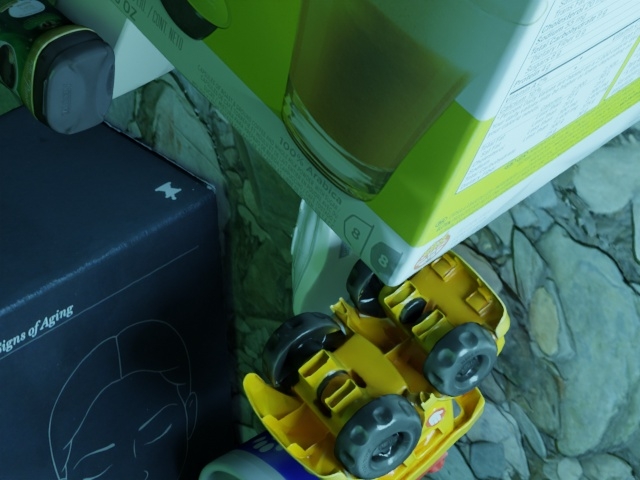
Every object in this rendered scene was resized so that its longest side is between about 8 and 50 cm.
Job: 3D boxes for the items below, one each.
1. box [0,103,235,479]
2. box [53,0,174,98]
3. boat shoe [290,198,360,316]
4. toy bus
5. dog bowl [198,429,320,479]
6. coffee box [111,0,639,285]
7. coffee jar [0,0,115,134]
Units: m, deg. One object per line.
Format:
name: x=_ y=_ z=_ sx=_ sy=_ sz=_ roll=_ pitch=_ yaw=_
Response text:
box: x=-0.357 y=0.178 z=1.820 sx=0.297 sy=0.480 sz=0.472 roll=32 pitch=137 yaw=35
box: x=-0.159 y=-0.248 z=1.578 sx=0.094 sy=0.113 sz=0.275 roll=51 pitch=144 yaw=12
boat shoe: x=0.000 y=0.000 z=1.612 sx=0.063 sy=0.066 sz=0.184 roll=52 pitch=150 yaw=34
toy bus: x=0.075 y=0.134 z=1.539 sx=0.149 sy=0.220 sz=0.211 roll=46 pitch=176 yaw=38
dog bowl: x=-0.010 y=0.321 z=1.794 sx=0.265 sy=0.104 sz=0.265 roll=43 pitch=150 yaw=33
coffee box: x=0.091 y=-0.251 z=1.061 sx=0.337 sy=0.338 sz=0.334 roll=46 pitch=143 yaw=17
coffee jar: x=-0.266 y=-0.177 z=1.599 sx=0.184 sy=0.079 sz=0.096 roll=39 pitch=137 yaw=31
